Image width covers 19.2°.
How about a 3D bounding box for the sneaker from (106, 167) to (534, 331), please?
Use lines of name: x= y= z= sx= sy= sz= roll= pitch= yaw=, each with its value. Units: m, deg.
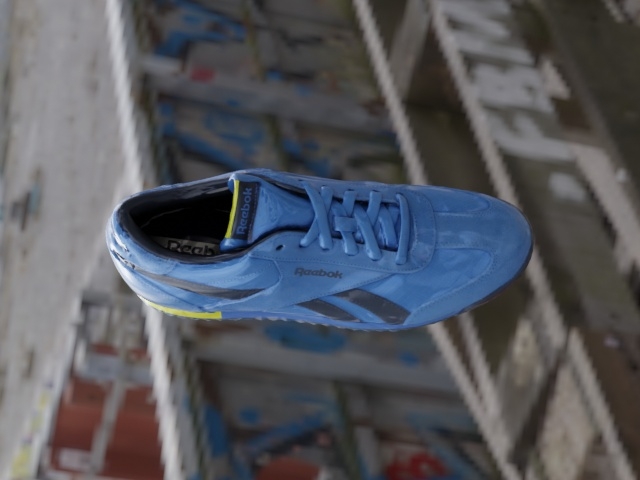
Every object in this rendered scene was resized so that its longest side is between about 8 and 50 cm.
sneaker: x=0.000 y=0.000 z=0.921 sx=0.082 sy=0.209 sz=0.069 roll=81 pitch=-171 yaw=-68
